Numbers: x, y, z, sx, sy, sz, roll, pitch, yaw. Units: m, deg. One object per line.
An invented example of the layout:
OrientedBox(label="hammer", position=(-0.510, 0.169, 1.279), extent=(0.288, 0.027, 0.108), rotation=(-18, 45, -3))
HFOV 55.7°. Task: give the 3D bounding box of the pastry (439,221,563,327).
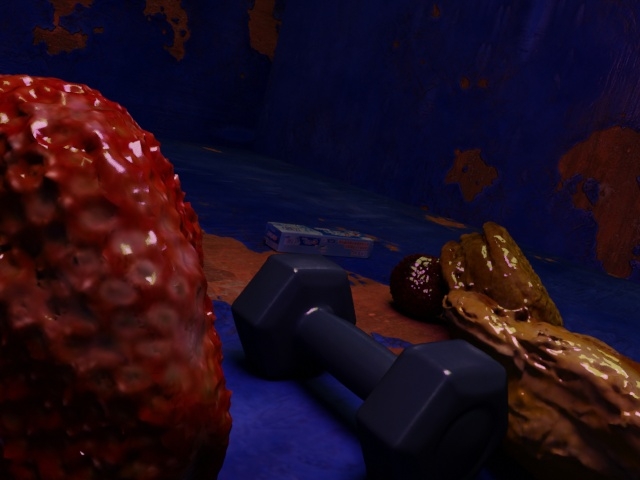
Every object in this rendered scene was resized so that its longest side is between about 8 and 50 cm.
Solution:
OrientedBox(label="pastry", position=(0.319, 0.085, 1.030), extent=(0.235, 0.132, 0.240), rotation=(34, 34, -33))

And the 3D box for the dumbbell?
OrientedBox(label="dumbbell", position=(0.038, 0.128, 0.647), extent=(0.144, 0.160, 0.325), rotation=(42, -8, -39))

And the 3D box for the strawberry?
OrientedBox(label="strawberry", position=(-0.193, 0.050, 0.445), extent=(0.267, 0.311, 0.351), rotation=(-21, 51, -36))

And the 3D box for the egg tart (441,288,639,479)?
OrientedBox(label="egg tart", position=(0.279, 0.175, 0.683), extent=(0.352, 0.153, 0.340), rotation=(31, 9, 36))

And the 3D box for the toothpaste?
OrientedBox(label="toothpaste", position=(0.000, 0.000, 1.396), extent=(0.272, 0.053, 0.066), rotation=(6, 15, -38))

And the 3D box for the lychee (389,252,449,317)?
OrientedBox(label="lychee", position=(0.185, 0.081, 1.105), extent=(0.123, 0.123, 0.129), rotation=(11, 4, -17))
